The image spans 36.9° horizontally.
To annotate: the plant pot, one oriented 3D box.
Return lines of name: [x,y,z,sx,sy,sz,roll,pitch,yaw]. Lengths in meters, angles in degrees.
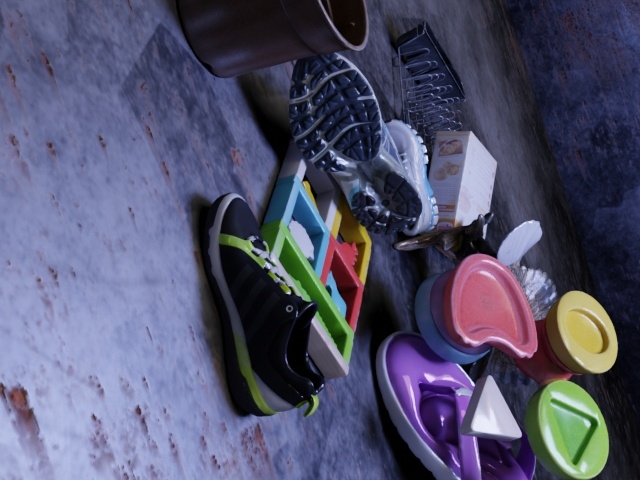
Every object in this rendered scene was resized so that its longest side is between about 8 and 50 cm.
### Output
plant pot: [-0.055,-0.262,1.057,0.167,0.165,0.167,45,36,-47]

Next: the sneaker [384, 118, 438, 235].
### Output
sneaker: [0.131,-0.095,1.493,0.083,0.071,0.191,-32,105,-60]

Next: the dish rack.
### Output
dish rack: [0.202,-0.232,1.731,0.208,0.074,0.272,45,37,-47]

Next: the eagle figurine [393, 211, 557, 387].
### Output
eagle figurine: [0.267,0.113,1.512,0.225,0.226,0.298,30,41,-83]

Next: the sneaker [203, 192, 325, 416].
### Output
sneaker: [-0.045,0.060,0.956,0.084,0.097,0.235,5,70,-66]

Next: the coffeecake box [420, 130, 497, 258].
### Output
coffeecake box: [0.239,-0.076,1.652,0.142,0.068,0.185,34,64,-56]

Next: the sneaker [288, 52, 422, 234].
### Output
sneaker: [0.032,-0.135,1.208,0.122,0.110,0.283,-105,169,-50]

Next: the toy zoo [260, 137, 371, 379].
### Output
toy zoo: [0.000,0.000,1.181,0.192,0.030,0.293,59,28,-30]

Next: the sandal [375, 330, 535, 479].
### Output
sandal: [0.230,0.286,1.279,0.416,0.102,0.169,56,39,3]

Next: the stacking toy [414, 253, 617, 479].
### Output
stacking toy: [0.254,0.183,1.305,0.309,0.130,0.280,24,55,-25]
